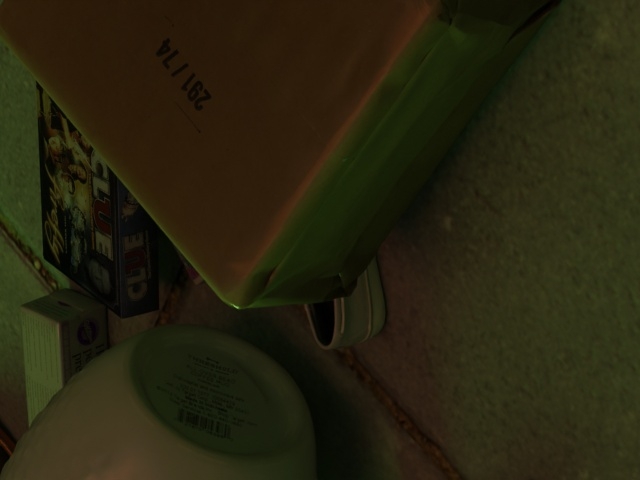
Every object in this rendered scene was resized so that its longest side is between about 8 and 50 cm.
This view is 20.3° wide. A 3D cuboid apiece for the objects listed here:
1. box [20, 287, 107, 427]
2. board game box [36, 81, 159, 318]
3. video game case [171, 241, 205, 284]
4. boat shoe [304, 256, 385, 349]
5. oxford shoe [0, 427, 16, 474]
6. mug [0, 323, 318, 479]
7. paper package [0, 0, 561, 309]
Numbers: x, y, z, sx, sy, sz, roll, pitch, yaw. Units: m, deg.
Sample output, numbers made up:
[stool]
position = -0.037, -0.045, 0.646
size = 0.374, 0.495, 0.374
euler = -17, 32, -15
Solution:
[box]
position = -0.251, 0.211, 1.809
size = 0.067, 0.063, 0.324
euler = 17, 117, 40
[board game box]
position = -0.206, -0.070, 1.642
size = 0.165, 0.042, 0.243
euler = 30, 126, 50
[video game case]
position = -0.102, -0.056, 1.582
size = 0.157, 0.019, 0.143
euler = -41, 75, 45
[boat shoe]
position = 0.000, 0.000, 1.463
size = 0.066, 0.063, 0.184
euler = 4, 108, 45
[oxford shoe]
position = -0.364, 0.290, 1.930
size = 0.271, 0.098, 0.097
euler = 56, 136, 14
[mug]
position = -0.105, 0.268, 1.561
size = 0.374, 0.276, 0.328
euler = 27, 122, 0
[paper package]
position = -0.040, -0.168, 1.327
size = 0.325, 0.168, 0.309
euler = 48, 121, 22
